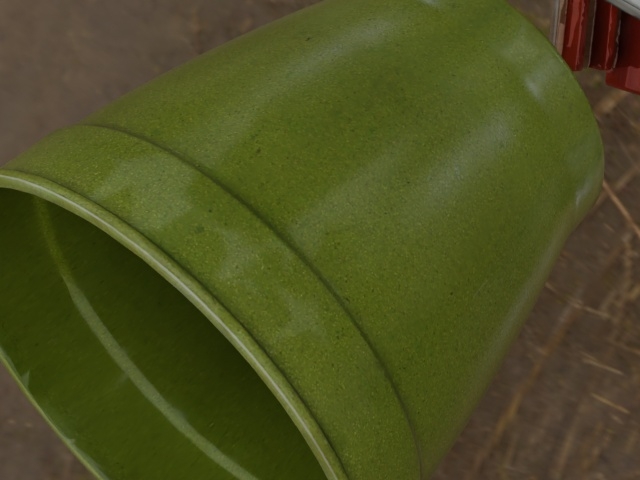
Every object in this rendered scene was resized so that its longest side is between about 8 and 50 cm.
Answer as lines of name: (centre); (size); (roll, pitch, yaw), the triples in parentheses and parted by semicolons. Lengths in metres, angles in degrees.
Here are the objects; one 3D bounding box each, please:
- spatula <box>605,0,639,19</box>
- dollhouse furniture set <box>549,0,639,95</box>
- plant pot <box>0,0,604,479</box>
spatula: (0.166, -0.192, 1.221); (0.242, 0.168, 0.019); (28, 96, -15)
dollhouse furniture set: (0.297, -0.134, 1.322); (0.259, 0.135, 0.262); (26, 116, 55)
plant pot: (0.000, 0.000, 1.255); (0.366, 0.366, 0.353); (32, 59, 26)
